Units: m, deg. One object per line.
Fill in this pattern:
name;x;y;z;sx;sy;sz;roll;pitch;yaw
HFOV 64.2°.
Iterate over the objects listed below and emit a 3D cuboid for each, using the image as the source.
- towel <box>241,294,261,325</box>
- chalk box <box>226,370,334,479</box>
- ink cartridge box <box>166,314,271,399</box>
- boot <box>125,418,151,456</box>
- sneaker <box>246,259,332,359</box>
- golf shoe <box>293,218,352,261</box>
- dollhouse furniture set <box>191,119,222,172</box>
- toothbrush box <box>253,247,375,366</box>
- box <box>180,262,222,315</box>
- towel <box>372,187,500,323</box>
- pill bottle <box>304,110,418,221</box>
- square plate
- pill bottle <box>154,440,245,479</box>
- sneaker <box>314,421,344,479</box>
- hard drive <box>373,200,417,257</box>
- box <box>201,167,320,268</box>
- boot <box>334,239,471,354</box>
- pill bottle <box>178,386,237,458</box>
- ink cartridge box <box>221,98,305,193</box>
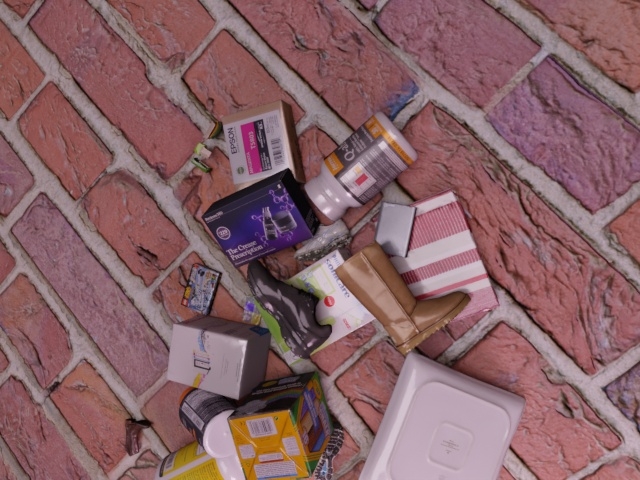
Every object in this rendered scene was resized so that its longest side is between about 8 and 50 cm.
towel;-0.200;0.208;1.512;0.060;0.009;0.083;16;96;18
chalk box;-0.085;0.467;1.337;0.180;0.289;0.179;-15;94;19
ink cartridge box;-0.287;0.325;1.458;0.233;0.171;0.168;10;94;18
boot;-0.582;0.633;1.628;0.106;0.037;0.114;-2;87;31
sneaker;-0.079;0.158;1.309;0.130;0.109;0.286;-37;86;5
golf shoe;0.000;0.000;1.427;0.176;0.069;0.086;-24;64;14
dollhouse furniture set;-0.321;-0.279;1.514;0.058;0.076;0.151;35;103;1
toothbrush box;-0.003;0.179;1.392;0.283;0.122;0.206;-32;82;14
box;-0.363;0.147;1.554;0.094;0.027;0.137;20;97;15
towel;0.297;0.056;1.339;0.237;0.037;0.329;-22;83;19
pill bottle;0.102;-0.187;1.330;0.278;0.162;0.162;-41;79;14
square plate;0.306;0.489;1.226;0.347;0.049;0.344;24;83;-10
pill bottle;-0.290;0.645;1.456;0.334;0.188;0.188;-31;82;16
sneaker;0.015;0.585;1.422;0.063;0.073;0.162;23;77;-7
hard drive;0.195;-0.030;1.347;0.094;0.022;0.135;12;95;21
box;-0.163;-0.058;1.403;0.261;0.103;0.184;-22;110;21
boot;0.205;0.112;1.264;0.236;0.089;0.269;-35;83;-9
pill bottle;-0.303;0.477;1.389;0.246;0.130;0.130;11;96;55
ink cartridge box;-0.162;-0.257;1.451;0.193;0.088;0.234;-12;88;16
